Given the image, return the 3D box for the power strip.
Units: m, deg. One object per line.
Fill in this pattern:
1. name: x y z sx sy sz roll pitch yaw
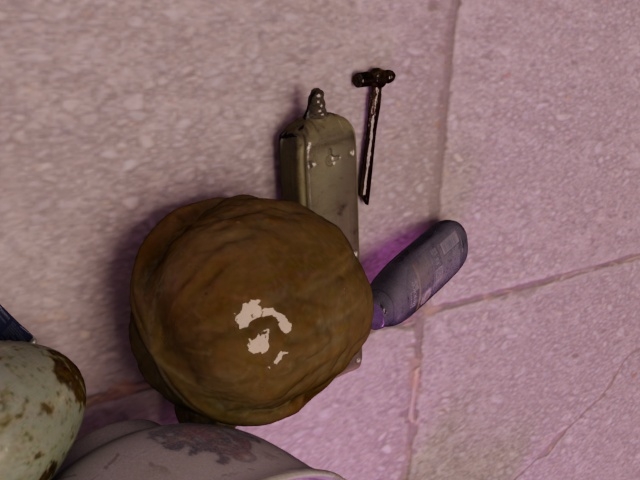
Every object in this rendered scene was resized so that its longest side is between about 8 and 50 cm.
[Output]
1. power strip: 0.000 0.000 1.337 0.092 0.066 0.387 -20 119 -35

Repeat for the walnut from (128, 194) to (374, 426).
1. walnut: -0.076 0.068 1.177 0.283 0.227 0.282 16 61 -32

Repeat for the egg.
1. egg: -0.321 0.178 1.023 0.231 0.169 0.169 -32 125 -45

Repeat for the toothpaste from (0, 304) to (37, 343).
1. toothpaste: -0.333 0.070 1.078 0.037 0.021 0.140 -48 132 -21

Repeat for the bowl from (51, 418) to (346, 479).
1. bowl: -0.193 0.318 1.131 0.435 0.196 0.434 -29 148 -20

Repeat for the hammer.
1. hammer: 0.061 -0.131 1.378 0.065 0.021 0.178 -8 112 -41

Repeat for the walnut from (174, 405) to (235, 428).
1. walnut: -0.129 0.189 1.267 0.092 0.092 0.092 -16 114 -39

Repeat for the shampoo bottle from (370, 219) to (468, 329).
1. shampoo bottle: 0.125 0.048 1.435 0.234 0.049 0.087 -37 128 -48
